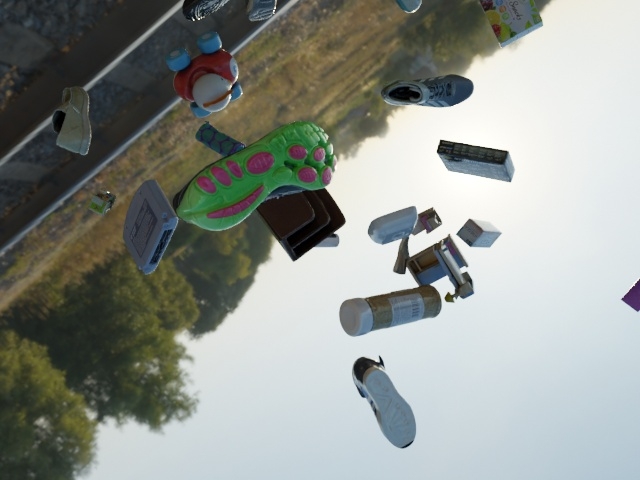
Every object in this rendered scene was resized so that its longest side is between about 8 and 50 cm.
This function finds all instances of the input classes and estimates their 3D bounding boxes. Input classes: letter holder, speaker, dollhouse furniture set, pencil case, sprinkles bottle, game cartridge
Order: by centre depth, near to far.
[{"bbox_3d":[-0.288,-0.285,1.731,0.070,0.152,0.064,-26,142,-52],"label":"pencil case"},{"bbox_3d":[-0.089,-0.131,1.748,0.214,0.301,0.152,-35,152,-6],"label":"letter holder"},{"bbox_3d":[-0.564,-0.051,1.952,0.060,0.196,0.294,-17,153,-44],"label":"game cartridge"},{"bbox_3d":[0.234,0.226,1.957,0.356,0.121,0.121,-7,166,-34],"label":"sprinkles bottle"},{"bbox_3d":[0.381,0.075,2.102,0.198,0.286,0.303,-31,-173,17],"label":"dollhouse furniture set"},{"bbox_3d":[0.000,0.000,2.170,0.136,0.055,0.055,0,161,-34],"label":"speaker"}]

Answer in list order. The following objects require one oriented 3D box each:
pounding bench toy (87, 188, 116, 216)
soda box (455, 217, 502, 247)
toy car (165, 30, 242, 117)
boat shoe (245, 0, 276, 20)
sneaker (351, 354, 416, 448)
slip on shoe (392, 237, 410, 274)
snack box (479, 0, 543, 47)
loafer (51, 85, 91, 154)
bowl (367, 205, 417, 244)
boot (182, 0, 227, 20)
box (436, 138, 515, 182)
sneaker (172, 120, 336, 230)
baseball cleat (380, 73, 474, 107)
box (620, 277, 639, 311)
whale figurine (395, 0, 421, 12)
[{"bbox_3d":[-0.650,-0.128,1.798,0.083,0.052,0.065,-56,-174,26],"label":"pounding bench toy"},{"bbox_3d":[0.449,-0.019,1.683,0.063,0.058,0.183,-54,153,19],"label":"soda box"},{"bbox_3d":[-0.322,-0.472,1.820,0.210,0.219,0.238,-32,-133,-10],"label":"toy car"},{"bbox_3d":[-0.204,-0.937,2.137,0.132,0.130,0.355,-17,171,-29],"label":"boat shoe"},{"bbox_3d":[0.219,0.563,2.148,0.130,0.322,0.236,-28,-171,-8],"label":"sneaker"},{"bbox_3d":[0.271,0.046,1.928,0.051,0.041,0.135,-5,113,-66],"label":"slip on shoe"},{"bbox_3d":[0.421,-0.518,1.333,0.100,0.141,0.037,-25,168,20],"label":"snack box"},{"bbox_3d":[-0.708,-0.351,1.686,0.092,0.268,0.102,6,132,-35],"label":"loafer"},{"bbox_3d":[0.207,-0.035,1.680,0.142,0.053,0.142,-17,162,-7],"label":"bowl"},{"bbox_3d":[-0.323,-0.748,1.634,0.247,0.207,0.094,-38,179,-5],"label":"boot"},{"bbox_3d":[0.496,-0.252,1.902,0.175,0.220,0.051,30,76,-61],"label":"box"},{"bbox_3d":[-0.150,-0.164,1.436,0.483,0.185,0.202,-25,-165,-40],"label":"sneaker"},{"bbox_3d":[0.233,-0.308,1.261,0.206,0.072,0.109,-7,-161,-2],"label":"baseball cleat"},{"bbox_3d":[0.946,0.100,1.673,0.293,0.057,0.200,3,125,-57],"label":"box"},{"bbox_3d":[0.141,-0.519,1.096,0.141,0.216,0.272,-5,-179,44],"label":"whale figurine"}]
